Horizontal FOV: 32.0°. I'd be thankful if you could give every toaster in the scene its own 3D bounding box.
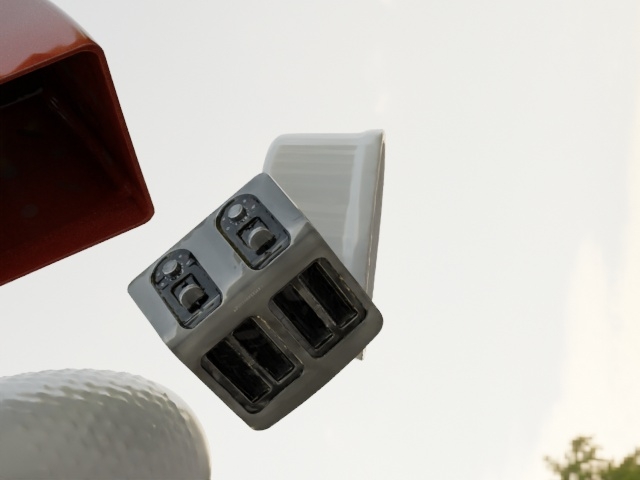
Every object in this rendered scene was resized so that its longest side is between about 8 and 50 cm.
[{"bbox_3d":[-0.054,0.063,1.010,0.168,0.110,0.186,-40,-50,-3],"label":"toaster"}]

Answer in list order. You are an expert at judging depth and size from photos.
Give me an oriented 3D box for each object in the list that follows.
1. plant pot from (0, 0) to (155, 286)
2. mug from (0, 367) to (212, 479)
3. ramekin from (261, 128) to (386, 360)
[{"bbox_3d":[-0.369,-0.132,1.215,0.236,0.267,0.267,56,164,36],"label":"plant pot"},{"bbox_3d":[-0.329,0.281,1.275,0.328,0.374,0.276,-9,-87,-51],"label":"mug"},{"bbox_3d":[0.000,0.000,1.339,0.277,0.135,0.277,6,-90,-85],"label":"ramekin"}]
